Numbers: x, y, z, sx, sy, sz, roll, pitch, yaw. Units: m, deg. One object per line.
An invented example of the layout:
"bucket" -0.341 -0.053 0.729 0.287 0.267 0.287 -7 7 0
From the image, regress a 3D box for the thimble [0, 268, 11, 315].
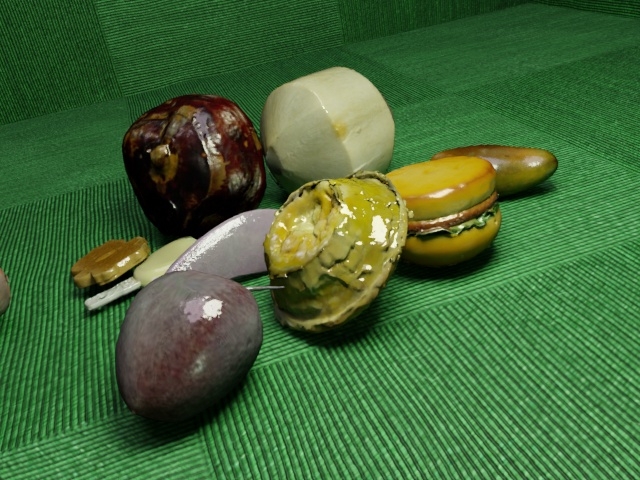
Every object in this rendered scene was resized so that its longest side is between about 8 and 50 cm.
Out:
"thimble" -0.701 0.084 1.112 0.239 0.239 0.162 7 37 28

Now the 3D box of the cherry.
"cherry" -0.189 0.141 0.897 0.213 0.183 0.266 -2 40 43

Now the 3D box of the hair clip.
"hair clip" -0.173 0.035 1.162 0.359 0.095 0.110 -29 64 -18

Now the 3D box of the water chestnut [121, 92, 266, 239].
"water chestnut" -0.251 -0.167 1.368 0.335 0.335 0.347 15 20 37

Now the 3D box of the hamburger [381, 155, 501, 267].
"hamburger" 0.213 -0.046 1.121 0.246 0.170 0.246 -13 17 4

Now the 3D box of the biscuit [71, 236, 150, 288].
"biscuit" -0.434 0.045 1.264 0.225 0.036 0.166 2 35 49

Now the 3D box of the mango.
"mango" 0.362 -0.147 1.313 0.267 0.111 0.133 2 15 22

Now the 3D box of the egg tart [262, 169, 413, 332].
"egg tart" 0.000 0.000 1.018 0.315 0.120 0.315 -30 40 30

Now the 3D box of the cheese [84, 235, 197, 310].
"cheese" -0.335 0.071 1.205 0.251 0.054 0.127 -28 29 -28

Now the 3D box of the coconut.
"coconut" 0.008 -0.229 1.397 0.323 0.323 0.323 -8 29 4
